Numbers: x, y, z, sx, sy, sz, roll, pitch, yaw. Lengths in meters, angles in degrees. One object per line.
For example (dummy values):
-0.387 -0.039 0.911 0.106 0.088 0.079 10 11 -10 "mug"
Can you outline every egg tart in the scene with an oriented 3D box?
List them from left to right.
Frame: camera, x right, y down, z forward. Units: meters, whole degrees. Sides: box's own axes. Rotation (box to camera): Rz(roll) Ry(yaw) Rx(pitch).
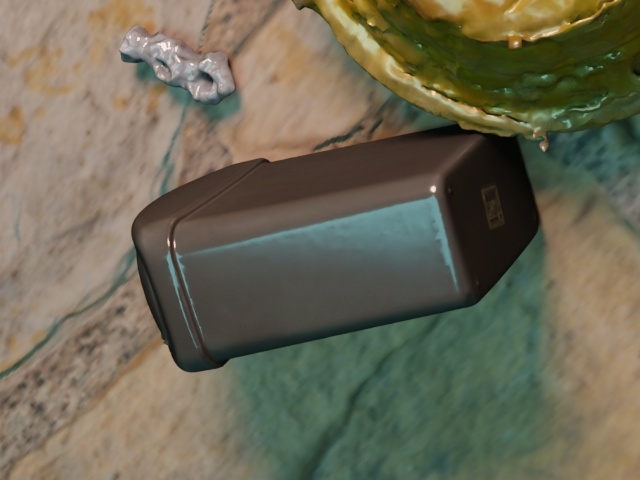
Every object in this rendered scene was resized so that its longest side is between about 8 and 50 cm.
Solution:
0.117 -0.212 1.015 0.341 0.132 0.341 6 108 20 "egg tart"

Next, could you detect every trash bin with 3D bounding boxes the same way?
0.000 0.000 1.134 0.236 0.177 0.101 -12 101 24 "trash bin"

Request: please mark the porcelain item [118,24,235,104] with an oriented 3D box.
-0.093 -0.116 1.216 0.083 0.028 0.036 24 115 14 "porcelain item"
